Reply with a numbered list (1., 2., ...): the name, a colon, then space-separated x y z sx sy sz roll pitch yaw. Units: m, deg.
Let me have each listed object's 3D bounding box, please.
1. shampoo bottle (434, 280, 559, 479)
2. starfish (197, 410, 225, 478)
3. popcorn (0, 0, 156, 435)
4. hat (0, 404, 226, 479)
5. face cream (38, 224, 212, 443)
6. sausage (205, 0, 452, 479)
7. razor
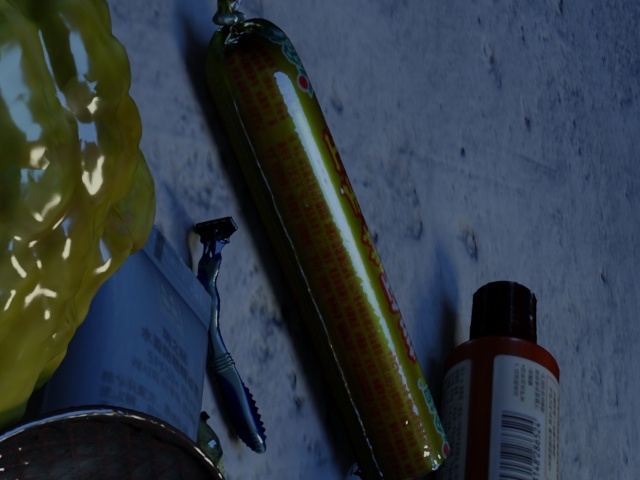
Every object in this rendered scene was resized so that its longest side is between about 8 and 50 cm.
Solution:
1. shampoo bottle: 0.155 0.157 1.195 0.104 0.104 0.278 53 34 -41
2. starfish: -0.011 0.281 0.741 0.358 0.078 0.347 -112 180 -66
3. popcorn: -0.146 -0.014 0.543 0.203 0.200 0.226 8 71 -52
4. hat: -0.124 0.152 0.553 0.193 0.082 0.193 -10 105 -41
5. face cream: -0.109 0.143 0.682 0.135 0.086 0.385 57 29 -44
6. sausage: 0.000 0.000 0.987 0.372 0.082 0.082 69 26 -15
7. razor: -0.061 0.064 0.885 0.028 0.044 0.155 -12 93 -35
